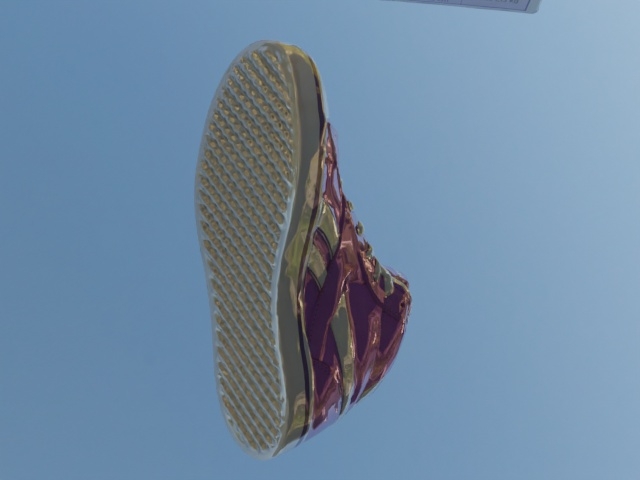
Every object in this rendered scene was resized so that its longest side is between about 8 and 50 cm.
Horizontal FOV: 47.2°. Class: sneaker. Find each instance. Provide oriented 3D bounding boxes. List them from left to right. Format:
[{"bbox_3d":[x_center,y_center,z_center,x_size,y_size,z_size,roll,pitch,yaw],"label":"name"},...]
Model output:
[{"bbox_3d":[-0.001,0.000,0.534,0.161,0.102,0.282,-14,-67,-44],"label":"sneaker"}]

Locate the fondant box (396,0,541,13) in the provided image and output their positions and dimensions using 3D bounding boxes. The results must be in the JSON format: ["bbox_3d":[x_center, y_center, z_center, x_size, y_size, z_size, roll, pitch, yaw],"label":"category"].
[{"bbox_3d":[0.081,-0.271,0.262,0.096,0.330,0.239,8,-100,6],"label":"fondant box"}]
